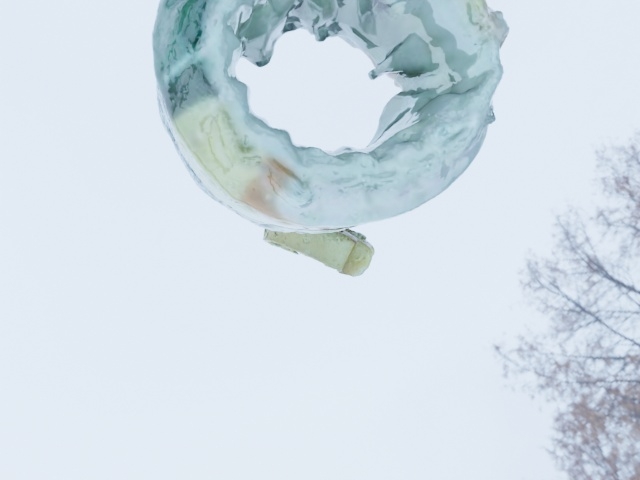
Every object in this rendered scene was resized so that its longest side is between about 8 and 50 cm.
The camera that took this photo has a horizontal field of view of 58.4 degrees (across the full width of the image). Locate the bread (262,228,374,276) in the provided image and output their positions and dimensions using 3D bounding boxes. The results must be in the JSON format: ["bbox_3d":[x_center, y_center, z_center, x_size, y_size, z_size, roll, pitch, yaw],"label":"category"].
[{"bbox_3d":[0.000,0.000,0.785,0.064,0.156,0.117,-70,-17,0],"label":"bread"}]

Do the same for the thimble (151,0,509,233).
[{"bbox_3d":[0.008,-0.136,0.485,0.287,0.167,0.255,-14,-89,-17],"label":"thimble"}]
